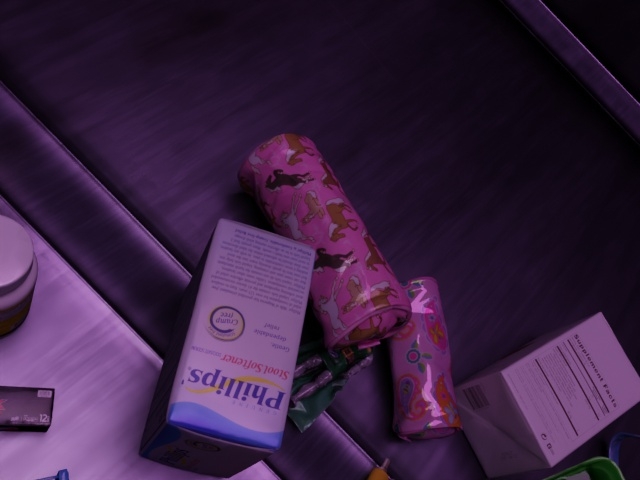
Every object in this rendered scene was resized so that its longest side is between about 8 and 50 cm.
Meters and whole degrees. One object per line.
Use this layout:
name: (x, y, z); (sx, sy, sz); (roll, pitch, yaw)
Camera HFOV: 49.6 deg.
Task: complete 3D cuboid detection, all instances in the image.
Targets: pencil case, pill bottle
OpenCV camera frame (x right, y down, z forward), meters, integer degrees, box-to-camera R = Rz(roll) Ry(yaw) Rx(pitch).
pencil case: (0.000, 0.000, 1.162); (0.160, 0.167, 0.386); (10, 46, -57)
pencil case: (0.171, 0.205, 1.222); (0.124, 0.124, 0.284); (5, 64, -25)
pill bottle: (-0.443, 0.051, 0.923); (0.119, 0.208, 0.119); (11, 62, -22)

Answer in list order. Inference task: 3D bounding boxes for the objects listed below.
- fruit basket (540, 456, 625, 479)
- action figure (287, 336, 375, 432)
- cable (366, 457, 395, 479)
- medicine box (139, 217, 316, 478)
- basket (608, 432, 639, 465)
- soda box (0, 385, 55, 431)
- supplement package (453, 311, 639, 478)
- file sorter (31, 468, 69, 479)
fruit basket: (0.426, 0.527, 1.020); (0.282, 0.392, 0.392); (-22, 76, -1)
action figure: (0.020, 0.206, 1.178); (0.232, 0.063, 0.137); (-26, 77, -37)
cable: (0.060, 0.457, 1.045); (0.287, 0.072, 0.140); (-23, 90, -47)
medicine box: (-0.136, 0.164, 0.987); (0.149, 0.263, 0.290); (17, 60, -13)
basket: (0.607, 0.492, 1.223); (0.200, 0.254, 0.289); (21, 70, -16)
soda box: (-0.449, 0.225, 0.928); (0.168, 0.060, 0.053); (9, 65, -24)
supplement package: (0.412, 0.280, 1.268); (0.292, 0.177, 0.175); (-20, 77, -33)
file sorter: (-0.363, 0.388, 0.863); (0.104, 0.118, 0.171); (-3, 69, -25)
